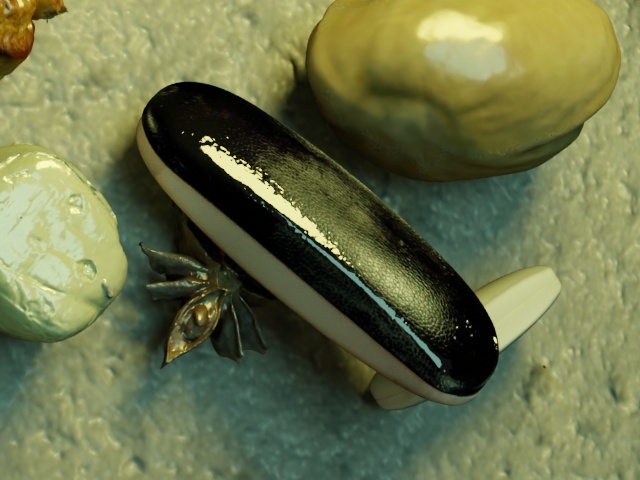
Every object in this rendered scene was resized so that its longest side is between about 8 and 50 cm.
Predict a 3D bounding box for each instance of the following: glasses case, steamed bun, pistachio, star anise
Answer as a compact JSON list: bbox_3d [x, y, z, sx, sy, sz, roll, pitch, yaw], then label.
[{"bbox_3d":[0.114,0.074,1.391,0.193,0.074,0.049,-32,95,-38],"label":"glasses case"},{"bbox_3d":[-0.197,0.005,1.167,0.112,0.091,0.130,-46,108,-29],"label":"steamed bun"},{"bbox_3d":[0.115,-0.133,1.393,0.293,0.162,0.181,-14,56,-36],"label":"pistachio"},{"bbox_3d":[-0.085,0.044,1.259,0.124,0.056,0.129,43,42,-18],"label":"star anise"},{"bbox_3d":[0.000,0.000,1.278,0.314,0.075,0.122,39,31,-3],"label":"glasses case"}]

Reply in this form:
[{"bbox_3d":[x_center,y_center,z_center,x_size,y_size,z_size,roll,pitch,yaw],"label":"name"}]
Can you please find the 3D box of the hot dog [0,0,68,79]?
[{"bbox_3d":[-0.308,-0.240,1.133,0.349,0.117,0.158,39,53,-21],"label":"hot dog"}]
